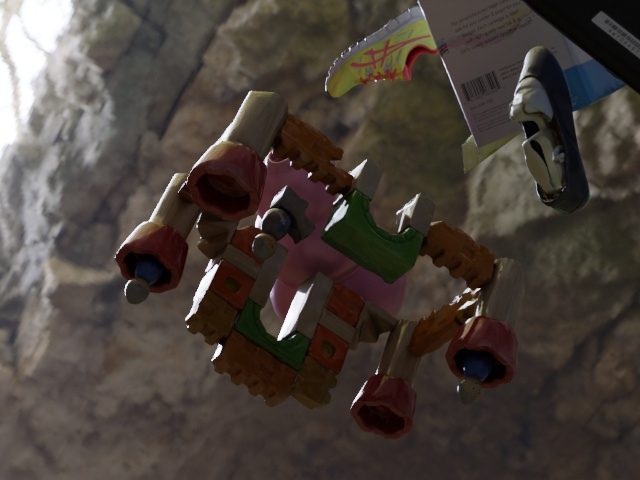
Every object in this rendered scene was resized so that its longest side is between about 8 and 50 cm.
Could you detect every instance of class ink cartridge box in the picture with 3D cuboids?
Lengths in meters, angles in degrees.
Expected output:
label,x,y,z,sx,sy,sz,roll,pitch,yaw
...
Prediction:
label,x,y,z,sx,sy,sz,roll,pitch,yaw
ink cartridge box,0.303,-0.311,1.886,0.197,0.198,0.270,-27,-84,-56

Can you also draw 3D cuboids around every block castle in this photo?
label,x,y,z,sx,sy,sz,roll,pitch,yaw
block castle,-0.003,0.060,1.544,0.453,0.303,0.212,34,-129,-15

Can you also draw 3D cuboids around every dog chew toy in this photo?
label,x,y,z,sx,sy,sz,roll,pitch,yaw
dog chew toy,0.000,0.000,1.807,0.206,0.207,0.331,-115,1,-52

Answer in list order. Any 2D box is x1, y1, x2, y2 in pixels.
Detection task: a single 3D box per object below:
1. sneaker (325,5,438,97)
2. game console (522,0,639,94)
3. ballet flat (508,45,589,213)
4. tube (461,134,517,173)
label,x,y,z,sx,sy,sz,roll,pitch,yaw
sneaker,0.103,-0.288,2.043,0.094,0.208,0.081,56,-170,8
game console,0.431,-0.290,1.389,0.386,0.342,0.060,42,166,18
ballet flat,0.258,-0.129,1.451,0.074,0.074,0.203,-2,-104,-53
tube,0.325,-0.205,2.085,0.070,0.240,0.062,56,167,-22
